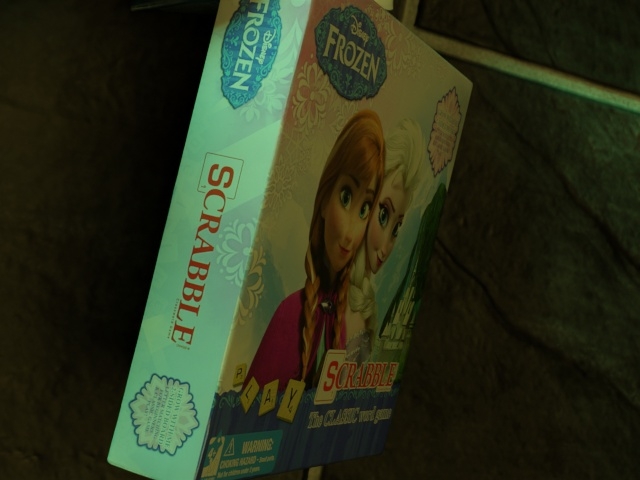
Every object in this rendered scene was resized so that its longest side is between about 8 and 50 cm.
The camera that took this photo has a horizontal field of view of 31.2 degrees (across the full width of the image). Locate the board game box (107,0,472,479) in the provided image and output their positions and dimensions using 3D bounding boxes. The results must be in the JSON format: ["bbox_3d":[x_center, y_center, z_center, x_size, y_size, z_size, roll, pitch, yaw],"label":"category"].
[{"bbox_3d":[0.000,0.000,0.801,0.319,0.066,0.318,13,90,-66],"label":"board game box"}]

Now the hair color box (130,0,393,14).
[{"bbox_3d":[-0.042,-0.336,0.810,0.174,0.105,0.347,-6,98,-37],"label":"hair color box"}]
